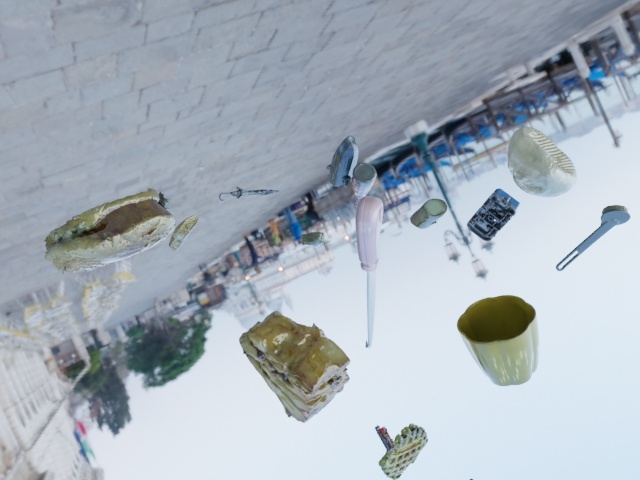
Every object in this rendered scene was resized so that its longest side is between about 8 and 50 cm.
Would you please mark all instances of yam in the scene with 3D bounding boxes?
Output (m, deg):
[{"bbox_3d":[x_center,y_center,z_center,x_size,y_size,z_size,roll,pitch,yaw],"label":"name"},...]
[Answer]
[{"bbox_3d":[0.318,-0.074,1.721,0.069,0.070,0.146,-24,167,-22],"label":"yam"}]

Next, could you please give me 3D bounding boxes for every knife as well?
[{"bbox_3d":[0.091,0.063,1.099,0.043,0.336,0.081,8,-143,15],"label":"knife"}]

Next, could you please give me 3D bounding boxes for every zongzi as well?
[{"bbox_3d":[0.000,0.000,2.274,0.119,0.055,0.109,18,161,-42],"label":"zongzi"}]

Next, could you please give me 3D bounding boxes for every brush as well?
[{"bbox_3d":[0.648,-0.001,1.411,0.062,0.027,0.266,14,145,-6],"label":"brush"}]

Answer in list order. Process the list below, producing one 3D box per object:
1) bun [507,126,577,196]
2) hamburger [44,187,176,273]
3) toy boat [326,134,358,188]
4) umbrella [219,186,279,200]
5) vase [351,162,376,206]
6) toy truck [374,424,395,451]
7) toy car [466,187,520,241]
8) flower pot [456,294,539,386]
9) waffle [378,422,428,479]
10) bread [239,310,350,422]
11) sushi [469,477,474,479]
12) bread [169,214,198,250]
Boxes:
[{"bbox_3d":[0.585,-0.201,1.583,0.133,0.231,0.231,-47,166,35],"label":"bun"},{"bbox_3d":[-0.457,-0.025,1.330,0.309,0.132,0.211,-28,-170,-39],"label":"hamburger"},{"bbox_3d":[0.083,-0.297,2.130,0.093,0.103,0.246,-27,155,-25],"label":"toy boat"},{"bbox_3d":[-0.246,-0.174,2.052,0.044,0.044,0.269,4,-168,45],"label":"umbrella"},{"bbox_3d":[0.153,-0.200,2.180,0.086,0.086,0.214,-24,159,-14],"label":"vase"},{"bbox_3d":[0.194,0.589,1.739,0.032,0.083,0.024,-18,152,-21],"label":"toy truck"},{"bbox_3d":[0.566,-0.091,1.886,0.100,0.097,0.191,-44,170,-38],"label":"toy car"},{"bbox_3d":[0.467,0.265,1.484,0.195,0.179,0.195,-20,-157,9],"label":"flower pot"},{"bbox_3d":[0.285,0.716,1.975,0.208,0.214,0.054,-45,-132,-12],"label":"waffle"},{"bbox_3d":[-0.062,0.396,1.973,0.191,0.370,0.314,-39,172,35],"label":"bread"},{"bbox_3d":[0.437,0.595,1.221,0.291,0.131,0.139,13,-130,33],"label":"sushi"},{"bbox_3d":[-0.485,-0.042,2.085,0.136,0.054,0.154,-56,-168,-30],"label":"bread"}]
